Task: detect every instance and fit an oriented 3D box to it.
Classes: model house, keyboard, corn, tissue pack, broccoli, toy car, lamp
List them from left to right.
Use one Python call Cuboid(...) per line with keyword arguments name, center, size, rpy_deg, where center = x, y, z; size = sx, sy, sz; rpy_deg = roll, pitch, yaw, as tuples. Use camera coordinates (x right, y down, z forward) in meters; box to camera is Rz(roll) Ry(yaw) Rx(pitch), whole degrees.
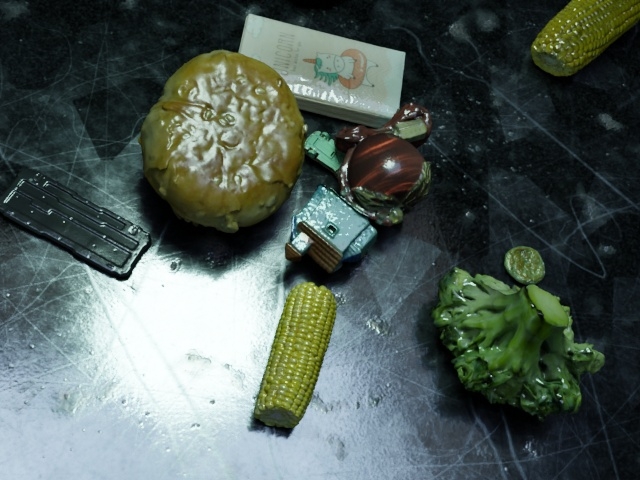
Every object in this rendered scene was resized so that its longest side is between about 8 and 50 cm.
Cuboid(name="keyboard", center=(-0.423, -0.032, 1.532), size=(0.262, 0.016, 0.106), rpy_deg=(28, 61, 1))
Cuboid(name="corn", center=(-0.038, 0.186, 1.469), size=(0.093, 0.093, 0.244), rpy_deg=(19, 65, -4))
Cuboid(name="tissue pack", center=(-0.003, -0.331, 1.752), size=(0.326, 0.071, 0.170), rpy_deg=(13, 64, -7))
Cuboid(name="model house", center=(0.000, 0.000, 1.570), size=(0.148, 0.119, 0.148), rpy_deg=(42, 72, 8))
Cuboid(name="toy car", center=(0.024, -0.157, 1.691), size=(0.122, 0.035, 0.059), rpy_deg=(38, 61, -6))
Cuboid(name="lamp", center=(0.129, -0.138, 1.620), size=(0.215, 0.151, 0.223), rpy_deg=(-14, 85, -18))
Cuboid(name="broccoli", center=(0.337, 0.146, 1.492), size=(0.288, 0.245, 0.247), rpy_deg=(25, 51, -6))
Cuboid(name="corn", center=(0.597, -0.481, 1.937), size=(0.144, 0.144, 0.387), rpy_deg=(43, 67, 10))

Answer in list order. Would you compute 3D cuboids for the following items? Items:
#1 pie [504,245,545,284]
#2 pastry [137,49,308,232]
Cuboid(name="pie", center=(0.384, 0.048, 1.680), size=(0.084, 0.021, 0.084), rpy_deg=(7, 63, -14))
Cuboid(name="pastry", center=(-0.172, -0.163, 1.561), size=(0.285, 0.184, 0.315), rpy_deg=(17, 71, -14))
